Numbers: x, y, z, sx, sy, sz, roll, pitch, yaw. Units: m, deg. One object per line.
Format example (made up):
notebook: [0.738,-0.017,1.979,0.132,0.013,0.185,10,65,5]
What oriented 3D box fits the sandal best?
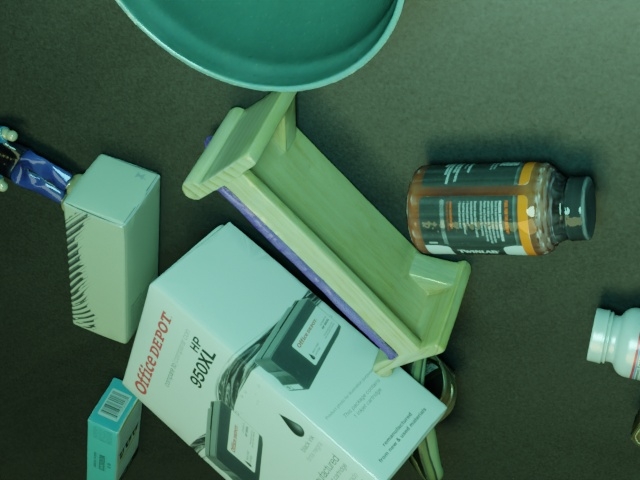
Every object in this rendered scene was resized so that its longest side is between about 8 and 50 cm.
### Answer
sandal: [0.148,0.216,1.454,0.086,0.120,0.303,-20,127,-10]

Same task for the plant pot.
plant pot: [-0.039,-0.309,0.900,0.293,0.196,0.293,14,139,12]

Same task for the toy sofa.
toy sofa: [0.000,0.000,1.249,0.177,0.150,0.362,-25,119,41]

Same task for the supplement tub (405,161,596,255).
supplement tub: [0.202,-0.035,1.142,0.197,0.106,0.106,1,134,27]

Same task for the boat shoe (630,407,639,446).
boat shoe: [0.561,0.295,1.301,0.323,0.120,0.123,17,139,9]

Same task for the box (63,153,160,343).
box: [-0.292,0.018,1.449,0.094,0.113,0.275,20,138,8]

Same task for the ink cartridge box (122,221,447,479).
ink cartridge box: [-0.067,0.212,1.412,0.395,0.166,0.285,40,141,11]

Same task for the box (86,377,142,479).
box: [-0.378,0.360,1.867,0.060,0.101,0.244,23,140,5]

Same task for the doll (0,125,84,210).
doll: [-0.430,-0.109,1.431,0.189,0.046,0.129,31,139,-7]

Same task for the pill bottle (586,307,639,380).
pill bottle: [0.407,0.130,1.228,0.160,0.087,0.087,12,138,16]
